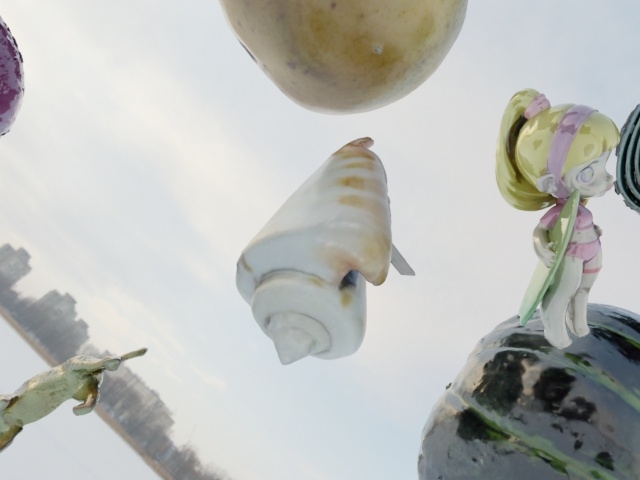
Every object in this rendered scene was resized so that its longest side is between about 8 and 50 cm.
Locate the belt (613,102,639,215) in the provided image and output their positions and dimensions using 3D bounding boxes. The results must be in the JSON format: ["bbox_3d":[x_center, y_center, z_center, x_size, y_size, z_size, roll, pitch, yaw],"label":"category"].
[{"bbox_3d":[0.431,-0.097,0.529,0.116,0.268,0.206,28,0,-21],"label":"belt"}]

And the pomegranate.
[{"bbox_3d":[0.040,-0.399,0.770,0.416,0.416,0.417,32,-31,22],"label":"pomegranate"}]

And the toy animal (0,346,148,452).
[{"bbox_3d":[-0.309,0.172,0.562,0.099,0.241,0.057,8,-58,65],"label":"toy animal"}]

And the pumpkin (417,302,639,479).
[{"bbox_3d":[0.251,0.219,0.505,0.241,0.323,0.323,19,-37,51],"label":"pumpkin"}]

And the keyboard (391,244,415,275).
[{"bbox_3d":[0.213,0.049,1.443,0.055,0.017,0.166,-1,-37,42],"label":"keyboard"}]

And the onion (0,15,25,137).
[{"bbox_3d":[-0.235,-0.104,0.301,0.115,0.115,0.104,58,-1,-23],"label":"onion"}]

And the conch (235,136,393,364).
[{"bbox_3d":[-0.011,-0.002,0.492,0.127,0.255,0.158,14,-41,-12],"label":"conch"}]

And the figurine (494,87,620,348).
[{"bbox_3d":[0.167,-0.014,0.365,0.083,0.083,0.188,9,-64,47],"label":"figurine"}]
